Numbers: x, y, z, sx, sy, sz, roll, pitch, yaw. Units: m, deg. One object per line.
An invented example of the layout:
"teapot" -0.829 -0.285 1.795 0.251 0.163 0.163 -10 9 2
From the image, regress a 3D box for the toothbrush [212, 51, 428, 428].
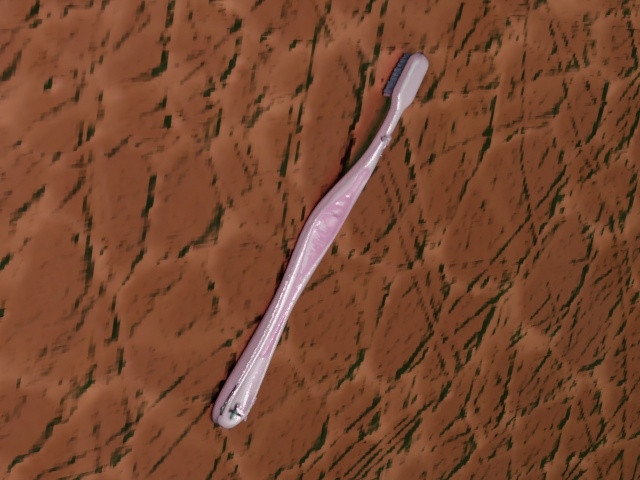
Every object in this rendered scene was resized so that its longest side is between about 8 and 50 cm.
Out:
"toothbrush" 0.000 0.000 0.790 0.017 0.022 0.204 27 91 -29
